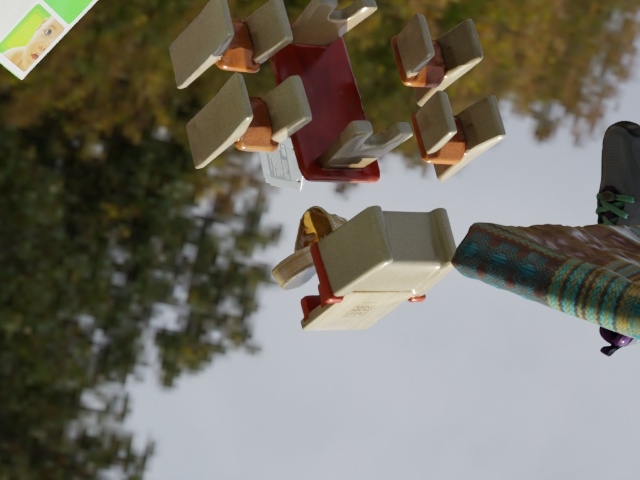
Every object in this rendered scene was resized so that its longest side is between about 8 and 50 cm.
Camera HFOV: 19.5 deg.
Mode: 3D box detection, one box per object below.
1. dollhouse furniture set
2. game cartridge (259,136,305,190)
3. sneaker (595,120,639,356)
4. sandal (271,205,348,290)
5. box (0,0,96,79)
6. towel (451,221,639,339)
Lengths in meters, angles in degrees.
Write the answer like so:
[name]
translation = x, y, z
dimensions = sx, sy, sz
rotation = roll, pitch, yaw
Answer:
[dollhouse furniture set]
translation = 0.014, -0.069, 1.551
dimensions = 0.135, 0.262, 0.259
rotation = -38, -121, 48
[game cartridge]
translation = -0.043, -0.095, 2.146
dimensions = 0.017, 0.056, 0.083
rotation = -54, 149, -38
[sneaker]
translation = 0.297, 0.000, 1.810
dimensions = 0.083, 0.098, 0.223
rotation = 5, -68, 55
[sandal]
translation = 0.005, -0.004, 2.038
dimensions = 0.088, 0.240, 0.079
rotation = -37, -101, 23
[box]
translation = -0.210, -0.268, 1.260
dimensions = 0.231, 0.262, 0.127
rotation = -45, -109, -1
[towel]
translation = 0.279, 0.053, 0.894
dimensions = 0.370, 0.271, 0.040
rotation = 20, -80, 27
